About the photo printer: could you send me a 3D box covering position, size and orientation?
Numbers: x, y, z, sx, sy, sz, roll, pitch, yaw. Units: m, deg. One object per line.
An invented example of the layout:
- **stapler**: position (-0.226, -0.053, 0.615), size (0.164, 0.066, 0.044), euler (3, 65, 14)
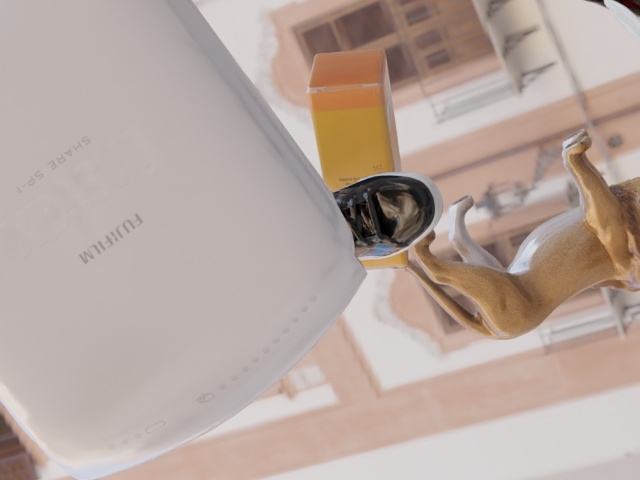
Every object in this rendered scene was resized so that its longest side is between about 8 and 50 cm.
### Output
- **photo printer**: position (-0.139, -0.016, 0.780), size (0.308, 0.256, 0.107), euler (54, -179, -6)

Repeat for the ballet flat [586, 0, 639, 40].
- **ballet flat**: position (0.302, -0.175, 0.961), size (0.079, 0.221, 0.077), euler (-55, -23, -15)

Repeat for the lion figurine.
- **lion figurine**: position (0.290, 0.023, 1.470), size (0.240, 0.392, 0.142), euler (60, -171, -6)

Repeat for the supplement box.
- **supplement box**: position (0.043, -0.078, 1.251), size (0.080, 0.078, 0.233), euler (-81, -15, -54)

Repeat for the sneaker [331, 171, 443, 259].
- **sneaker**: position (0.000, 0.000, 1.116), size (0.121, 0.216, 0.079), euler (-30, -78, -55)
